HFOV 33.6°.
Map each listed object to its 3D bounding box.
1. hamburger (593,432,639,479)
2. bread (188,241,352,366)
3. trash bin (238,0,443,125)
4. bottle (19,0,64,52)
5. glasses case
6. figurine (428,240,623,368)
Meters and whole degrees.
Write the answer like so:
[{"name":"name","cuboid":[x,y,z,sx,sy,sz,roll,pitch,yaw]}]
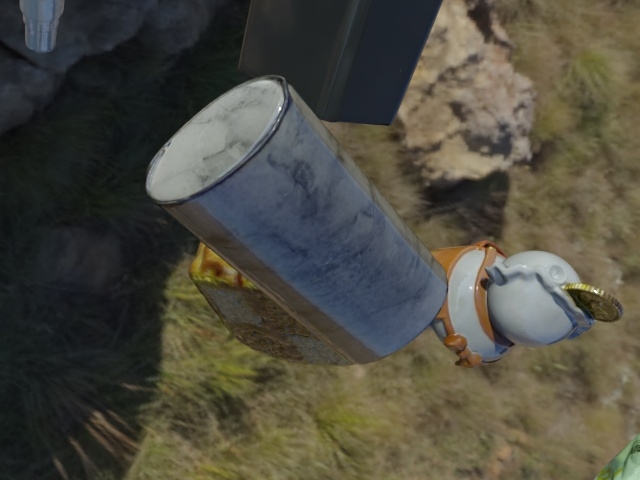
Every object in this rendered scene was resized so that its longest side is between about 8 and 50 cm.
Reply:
[{"name":"hamburger","cuboid":[0.458,0.322,1.296,0.235,0.125,0.214,31,113,-9]},{"name":"bread","cuboid":[-0.041,0.055,1.139,0.222,0.182,0.096,63,42,-58]},{"name":"trash bin","cuboid":[0.027,-0.234,0.939,0.115,0.165,0.225,-4,120,-42]},{"name":"bottle","cuboid":[-0.221,-0.234,0.848,0.060,0.060,0.217,-37,161,-33]},{"name":"glasses case","cuboid":[0.000,0.000,0.759,0.114,0.060,0.299,-37,144,5]},{"name":"figurine","cuboid":[0.188,0.070,1.106,0.143,0.271,0.143,-6,101,-33]}]
